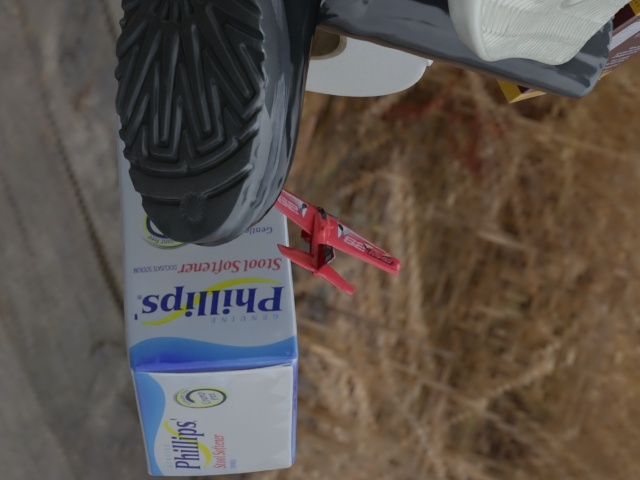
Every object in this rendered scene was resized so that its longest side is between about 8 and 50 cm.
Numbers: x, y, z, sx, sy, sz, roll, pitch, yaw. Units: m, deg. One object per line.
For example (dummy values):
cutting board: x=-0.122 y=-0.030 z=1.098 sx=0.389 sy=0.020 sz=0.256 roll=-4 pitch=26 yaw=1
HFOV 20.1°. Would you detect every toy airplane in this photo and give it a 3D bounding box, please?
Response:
toy airplane: x=0.000 y=0.000 z=1.387 sx=0.028 sy=0.151 sz=0.151 roll=-56 pitch=166 yaw=13

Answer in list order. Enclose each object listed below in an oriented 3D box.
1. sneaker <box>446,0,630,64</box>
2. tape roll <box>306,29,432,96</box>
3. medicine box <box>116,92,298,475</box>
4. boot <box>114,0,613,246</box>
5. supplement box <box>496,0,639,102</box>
sneaker: x=0.119 y=-0.211 z=1.235 sx=0.131 sy=0.148 sz=0.350 roll=-43 pitch=169 yaw=9
tape roll: x=-0.057 y=-0.273 z=1.927 sx=0.392 sy=0.392 sz=0.072 roll=62 pitch=47 yaw=-66
medicine box: x=-0.104 y=0.040 z=1.688 sx=0.263 sy=0.149 sz=0.289 roll=92 pitch=-8 yaw=-63
boot: x=0.054 y=-0.161 z=1.390 sx=0.445 sy=0.146 sz=0.367 roll=8 pitch=76 yaw=-47
supplement box: x=0.277 y=-0.252 z=1.833 sx=0.194 sy=0.129 sz=0.191 roll=-34 pitch=170 yaw=39
